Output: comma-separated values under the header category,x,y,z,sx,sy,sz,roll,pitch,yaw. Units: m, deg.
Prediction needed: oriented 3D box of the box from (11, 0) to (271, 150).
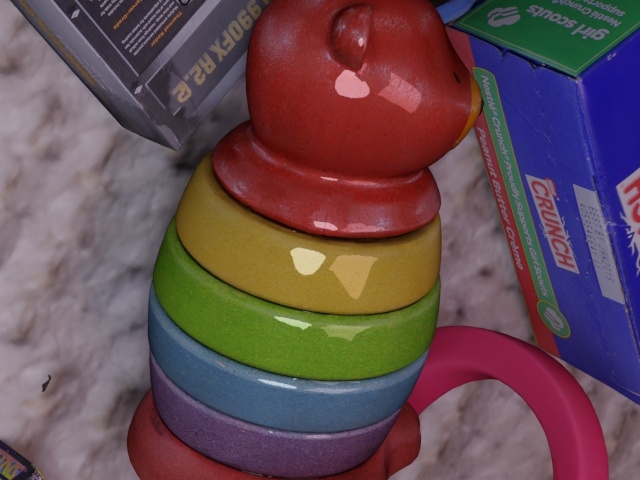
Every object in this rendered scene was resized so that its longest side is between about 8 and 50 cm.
category,x,y,z,sx,sy,sz,roll,pitch,yaw
box,-0.061,-0.190,0.949,0.231,0.056,0.183,-51,134,-12

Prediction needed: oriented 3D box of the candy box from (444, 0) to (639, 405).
category,x,y,z,sx,sy,sz,roll,pitch,yaw
candy box,0.255,-0.094,1.220,0.317,0.122,0.268,-38,130,-24

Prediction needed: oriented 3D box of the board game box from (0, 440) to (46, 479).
category,x,y,z,sx,sy,sz,roll,pitch,yaw
board game box,-0.182,0.215,1.025,0.141,0.048,0.170,-41,130,-23

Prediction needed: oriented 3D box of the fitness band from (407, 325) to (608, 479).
category,x,y,z,sx,sy,sz,roll,pitch,yaw
fitness band,0.060,0.191,1.111,0.054,0.209,0.291,23,92,-38

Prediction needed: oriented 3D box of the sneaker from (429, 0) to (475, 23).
category,x,y,z,sx,sy,sz,roll,pitch,yaw
sneaker,0.072,-0.184,1.059,0.232,0.081,0.090,-32,118,-32

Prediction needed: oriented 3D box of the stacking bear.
category,x,y,z,sx,sy,sz,roll,pitch,yaw
stacking bear,0.000,0.000,0.983,0.164,0.175,0.289,14,116,1
